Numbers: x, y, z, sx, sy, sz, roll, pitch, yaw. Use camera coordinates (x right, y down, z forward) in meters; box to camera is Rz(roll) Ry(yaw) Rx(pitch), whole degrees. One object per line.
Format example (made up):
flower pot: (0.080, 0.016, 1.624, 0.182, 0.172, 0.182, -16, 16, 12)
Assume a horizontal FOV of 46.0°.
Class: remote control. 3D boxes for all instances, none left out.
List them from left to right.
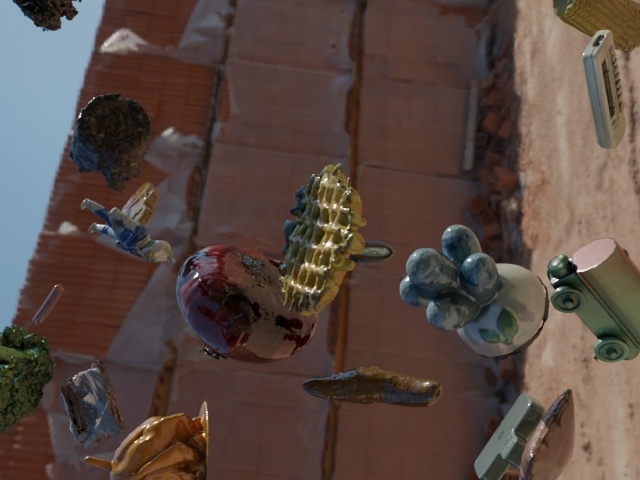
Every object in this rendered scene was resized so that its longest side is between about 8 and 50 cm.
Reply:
remote control: (0.534, -0.279, 1.425, 0.090, 0.049, 0.230, -52, -46, -29)

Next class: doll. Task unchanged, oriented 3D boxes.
doll: (-0.394, -0.009, 1.554, 0.057, 0.227, 0.114, -53, -22, -40)

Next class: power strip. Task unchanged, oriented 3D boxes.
power strip: (0.519, 0.551, 2.047, 0.265, 0.059, 0.193, -57, -1, 5)

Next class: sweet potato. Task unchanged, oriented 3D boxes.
sweet potato: (0.128, 0.354, 1.839, 0.114, 0.342, 0.092, 11, -101, -74)

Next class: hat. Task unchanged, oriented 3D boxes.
hat: (-0.344, 0.423, 1.487, 0.244, 0.233, 0.233, -117, 32, -64)

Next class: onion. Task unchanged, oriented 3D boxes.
onion: (-0.186, 0.173, 1.762, 0.285, 0.348, 0.347, -56, 10, 23)

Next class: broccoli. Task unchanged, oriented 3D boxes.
broccoli: (-0.605, 0.216, 1.302, 0.270, 0.270, 0.270, -81, -18, -69)

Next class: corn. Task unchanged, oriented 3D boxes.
corn: (0.592, -0.475, 1.586, 0.106, 0.305, 0.106, -8, 80, 50)

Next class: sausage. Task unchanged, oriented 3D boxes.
sausage: (-0.761, 0.180, 2.114, 0.147, 0.035, 0.030, -51, 10, 16)

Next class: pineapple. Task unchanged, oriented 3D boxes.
pineapple: (-0.737, -0.707, 2.069, 0.357, 0.223, 0.222, -53, 17, 36)

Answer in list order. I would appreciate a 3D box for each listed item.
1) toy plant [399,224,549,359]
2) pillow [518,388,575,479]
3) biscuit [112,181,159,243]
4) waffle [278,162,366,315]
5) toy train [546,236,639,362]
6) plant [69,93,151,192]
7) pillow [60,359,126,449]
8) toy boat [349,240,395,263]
toy plant: (0.317, 0.104, 1.666, 0.247, 0.332, 0.247, -34, 39, 34)
pillow: (0.523, 0.483, 1.727, 0.223, 0.084, 0.236, -44, -38, -32)
biscuit: (-0.451, -0.073, 1.834, 0.166, 0.036, 0.225, -46, 25, 17)
waffle: (-0.001, -0.007, 1.465, 0.329, 0.062, 0.329, -49, 32, 47)
toy train: (0.561, 0.115, 1.448, 0.177, 0.285, 0.116, -32, 22, 31)
plant: (-0.626, -0.285, 2.266, 0.312, 0.215, 0.213, 129, 163, -67)
pillow: (-0.411, 0.297, 1.333, 0.248, 0.049, 0.135, -32, 74, 51)
toy boat: (0.131, 0.031, 1.974, 0.061, 0.137, 0.060, 165, 102, -78)
